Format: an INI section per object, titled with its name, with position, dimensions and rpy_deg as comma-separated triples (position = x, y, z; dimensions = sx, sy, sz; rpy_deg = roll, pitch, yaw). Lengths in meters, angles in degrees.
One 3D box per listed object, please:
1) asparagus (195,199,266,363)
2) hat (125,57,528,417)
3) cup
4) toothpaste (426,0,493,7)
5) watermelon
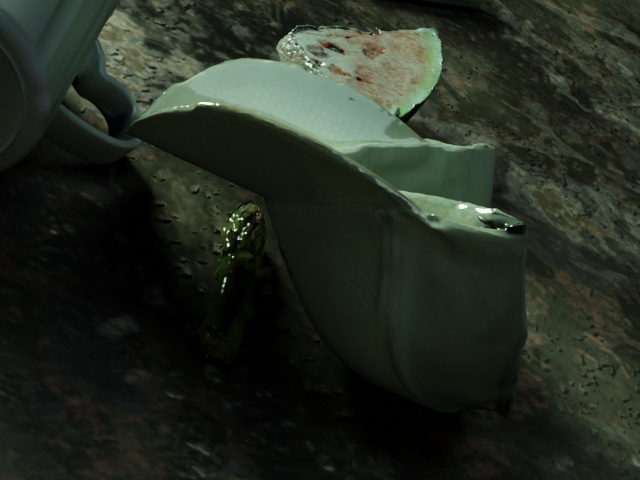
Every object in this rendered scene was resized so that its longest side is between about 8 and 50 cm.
[asparagus]
position = -0.059, 0.022, 0.880
dimensions = 0.036, 0.030, 0.165
rpy_deg = 16, 36, -8
[hat]
position = 0.007, -0.004, 0.854
dimensions = 0.301, 0.168, 0.258
rpy_deg = 23, 14, -2
[cup]
position = -0.205, -0.144, 0.855
dimensions = 0.221, 0.167, 0.202
rpy_deg = 23, 38, -12
[toothpaste]
position = 0.115, -0.277, 1.401
dimensions = 0.197, 0.029, 0.048
rpy_deg = -1, 43, -36
[watermelon]
position = 0.027, -0.140, 1.128
dimensions = 0.139, 0.071, 0.187
rpy_deg = 29, 42, 6
